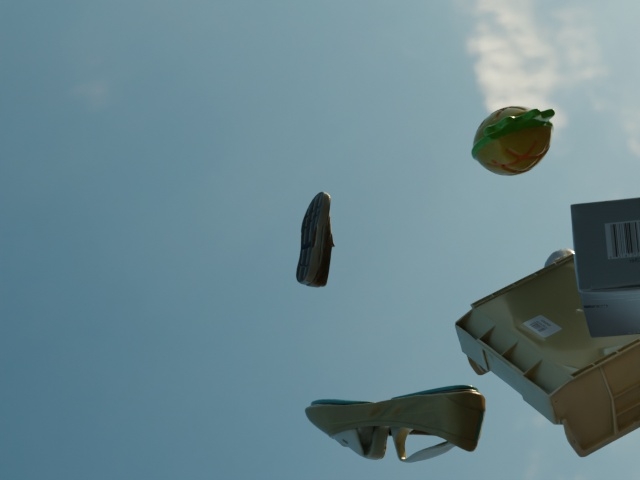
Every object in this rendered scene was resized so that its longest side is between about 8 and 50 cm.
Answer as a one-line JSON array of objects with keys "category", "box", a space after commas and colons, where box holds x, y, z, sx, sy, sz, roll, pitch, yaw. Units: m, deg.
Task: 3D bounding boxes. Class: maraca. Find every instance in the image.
[{"category": "maraca", "box": [0.285, -0.153, 1.901, 0.185, 0.127, 0.099, 84, 167, -75]}]

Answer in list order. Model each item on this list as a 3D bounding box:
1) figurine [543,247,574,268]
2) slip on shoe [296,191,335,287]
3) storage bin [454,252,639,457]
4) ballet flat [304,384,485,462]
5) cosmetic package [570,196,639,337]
[{"category": "figurine", "box": [0.414, 0.074, 2.058, 0.210, 0.215, 0.092, -5, -122, -21]}, {"category": "slip on shoe", "box": [0.000, 0.000, 1.811, 0.041, 0.051, 0.135, 17, -109, -28]}, {"category": "storage bin", "box": [0.360, 0.142, 1.752, 0.260, 0.262, 0.123, -25, -63, -14]}, {"category": "ballet flat", "box": [0.070, 0.198, 1.360, 0.080, 0.232, 0.073, 17, -112, -43]}, {"category": "cosmetic package", "box": [0.339, 0.031, 1.384, 0.238, 0.127, 0.107, 48, -142, -66]}]
